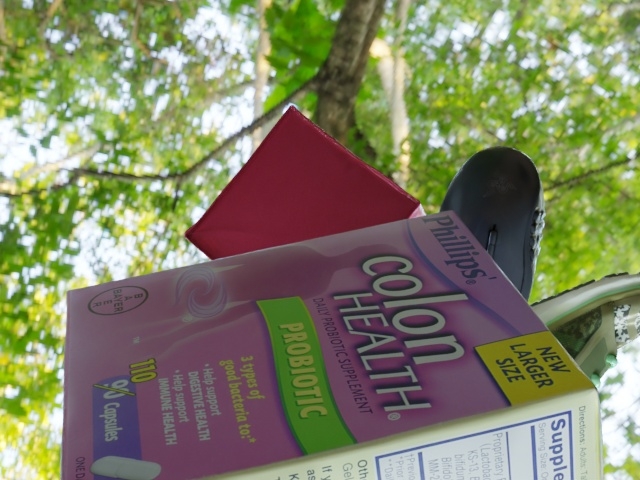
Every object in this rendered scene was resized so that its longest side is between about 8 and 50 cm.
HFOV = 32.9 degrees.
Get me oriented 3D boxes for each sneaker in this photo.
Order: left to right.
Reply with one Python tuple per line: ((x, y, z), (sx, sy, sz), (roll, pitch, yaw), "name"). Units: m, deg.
((0.270, 0.166, 1.268), (0.410, 0.158, 0.182), (-20, -103, -1), "sneaker")

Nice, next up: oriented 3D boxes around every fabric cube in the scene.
((0.000, 0.000, 1.624), (0.259, 0.258, 0.254), (40, -90, 20), "fabric cube")

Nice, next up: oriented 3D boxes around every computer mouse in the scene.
((0.099, 0.057, 0.698), (0.071, 0.041, 0.242), (8, -92, 8), "computer mouse")

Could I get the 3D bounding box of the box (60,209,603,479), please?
((-0.006, 0.097, 0.577), (0.243, 0.117, 0.213), (-11, -155, -7), "box")
